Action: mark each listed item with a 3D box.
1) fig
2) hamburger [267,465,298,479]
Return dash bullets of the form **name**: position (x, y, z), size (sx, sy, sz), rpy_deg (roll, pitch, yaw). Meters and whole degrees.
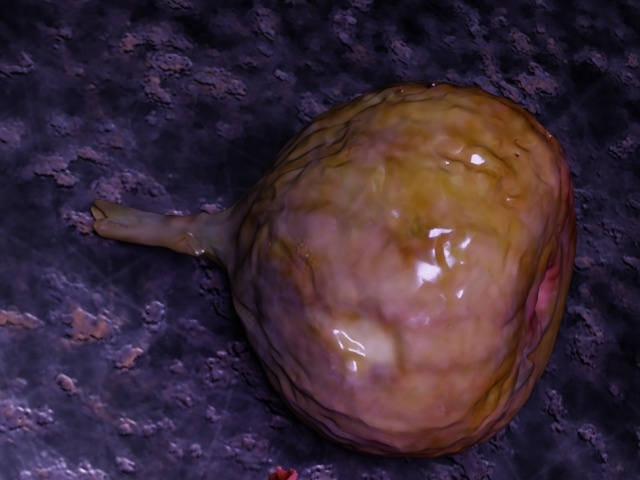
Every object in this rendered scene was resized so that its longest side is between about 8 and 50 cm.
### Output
- **fig**: position (0.000, 0.000, 1.130), size (0.369, 0.286, 0.286), rpy_deg (17, 51, 12)
- **hamburger**: position (-0.057, 0.234, 0.992), size (0.137, 0.175, 0.175), rpy_deg (0, 60, -11)
